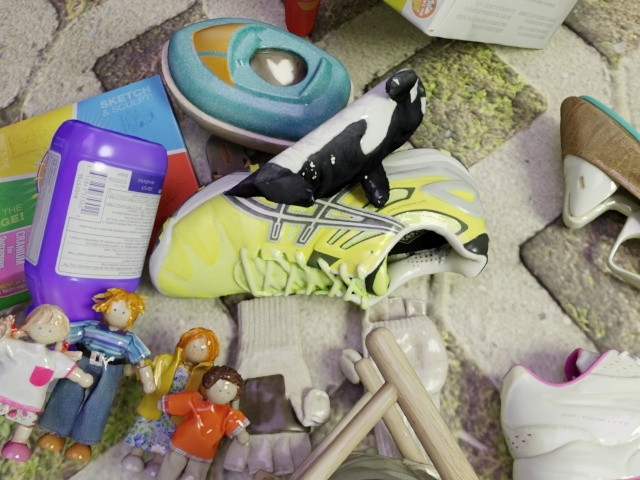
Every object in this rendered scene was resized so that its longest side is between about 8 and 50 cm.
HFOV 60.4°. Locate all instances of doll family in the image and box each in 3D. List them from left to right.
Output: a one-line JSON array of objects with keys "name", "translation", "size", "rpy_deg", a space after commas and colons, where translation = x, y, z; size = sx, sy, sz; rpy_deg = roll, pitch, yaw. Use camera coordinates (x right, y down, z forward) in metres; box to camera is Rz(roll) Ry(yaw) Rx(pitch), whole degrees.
[{"name": "doll family", "translation": [-0.194, 0.138, 0.547], "size": [0.262, 0.118, 0.163], "rpy_deg": [23, 87, -14]}]

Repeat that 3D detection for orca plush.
[{"name": "orca plush", "translation": [0.044, -0.078, 0.527], "size": [0.102, 0.151, 0.287], "rpy_deg": [54, 31, -8]}]

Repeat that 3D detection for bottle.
[{"name": "bottle", "translation": [-0.251, 0.020, 0.593], "size": [0.092, 0.118, 0.283], "rpy_deg": [21, 98, 39]}]

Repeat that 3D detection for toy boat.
[{"name": "toy boat", "translation": [-0.066, -0.273, 0.755], "size": [0.267, 0.148, 0.318], "rpy_deg": [19, 61, 2]}]

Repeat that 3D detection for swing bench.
[{"name": "swing bench", "translation": [0.077, 0.221, 0.407], "size": [0.254, 0.253, 0.165], "rpy_deg": [42, 78, 13]}]

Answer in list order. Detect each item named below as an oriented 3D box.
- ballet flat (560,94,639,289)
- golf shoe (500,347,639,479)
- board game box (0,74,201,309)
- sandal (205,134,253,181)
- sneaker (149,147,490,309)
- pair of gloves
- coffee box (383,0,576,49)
[{"name": "ballet flat", "translation": [0.366, -0.025, 0.632], "size": [0.124, 0.116, 0.342], "rpy_deg": [-39, 68, 6]}, {"name": "golf shoe", "translation": [0.321, 0.156, 0.524], "size": [0.306, 0.115, 0.140], "rpy_deg": [-10, 58, -2]}, {"name": "board game box", "translation": [-0.325, -0.068, 0.726], "size": [0.316, 0.064, 0.242], "rpy_deg": [-22, 62, -7]}, {"name": "sandal", "translation": [-0.110, -0.086, 0.725], "size": [0.072, 0.049, 0.180], "rpy_deg": [-23, 62, -9]}, {"name": "sneaker", "translation": [0.000, 0.000, 0.602], "size": [0.384, 0.145, 0.147], "rpy_deg": [-15, 44, -1]}, {"name": "pair of gloves", "translation": [0.018, 0.148, 0.592], "size": [0.240, 0.042, 0.204], "rpy_deg": [0, 61, 4]}, {"name": "coffee box", "translation": [0.190, -0.480, 0.683], "size": [0.337, 0.338, 0.334], "rpy_deg": [-16, 54, -46]}]
